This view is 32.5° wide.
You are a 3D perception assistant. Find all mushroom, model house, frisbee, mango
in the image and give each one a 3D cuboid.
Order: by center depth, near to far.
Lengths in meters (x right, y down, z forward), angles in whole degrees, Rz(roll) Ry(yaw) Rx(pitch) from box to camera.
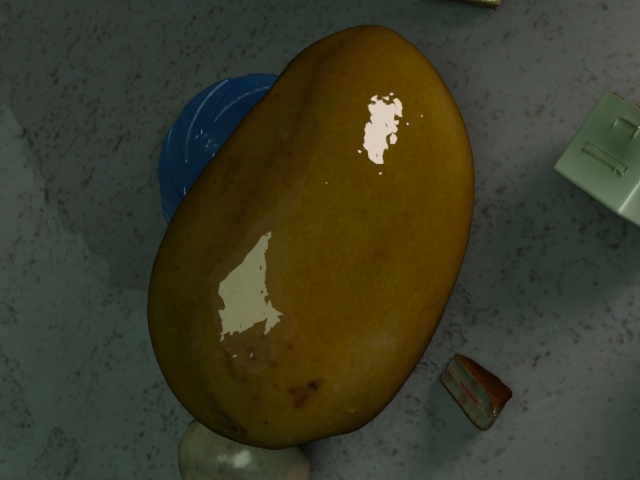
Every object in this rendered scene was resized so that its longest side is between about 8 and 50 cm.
[{"bbox_3d":[0.331,-0.061,1.082,0.100,0.149,0.127,-55,33,11],"label":"model house"},{"bbox_3d":[0.000,0.000,1.120,0.300,0.232,0.445,22,89,-16],"label":"mango"},{"bbox_3d":[-0.084,0.244,1.231,0.154,0.122,0.154,13,140,12],"label":"mushroom"},{"bbox_3d":[-0.082,-0.072,1.261,0.242,0.045,0.242,1,93,18],"label":"frisbee"}]

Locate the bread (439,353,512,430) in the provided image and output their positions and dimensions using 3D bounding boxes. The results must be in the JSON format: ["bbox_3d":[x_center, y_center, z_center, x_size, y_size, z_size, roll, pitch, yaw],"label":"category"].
[{"bbox_3d":[0.177,0.169,1.176,0.062,0.109,0.043,21,107,-27],"label":"bread"}]

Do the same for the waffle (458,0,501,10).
[{"bbox_3d":[0.159,-0.327,1.171,0.102,0.042,0.148,12,95,18],"label":"waffle"}]
